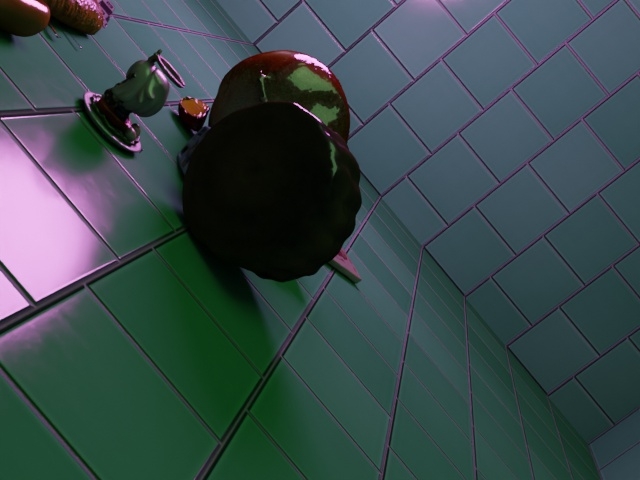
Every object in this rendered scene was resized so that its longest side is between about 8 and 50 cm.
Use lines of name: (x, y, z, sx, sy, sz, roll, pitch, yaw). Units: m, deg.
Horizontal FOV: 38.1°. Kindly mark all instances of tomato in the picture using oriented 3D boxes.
tomato: (-0.095, -0.243, 1.908, 0.239, 0.303, 0.303, -6, 53, -46)

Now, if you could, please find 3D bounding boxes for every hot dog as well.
hot dog: (-0.462, -0.431, 1.649, 0.083, 0.068, 0.289, 55, 8, 5)

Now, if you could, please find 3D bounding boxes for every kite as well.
kite: (-0.498, -0.406, 1.611, 0.160, 0.010, 0.183, 50, 8, 16)

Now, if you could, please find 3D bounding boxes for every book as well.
book: (0.000, 0.000, 2.161, 0.232, 0.022, 0.162, 36, 19, -47)

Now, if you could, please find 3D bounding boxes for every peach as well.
peach: (-0.260, -0.256, 1.915, 0.077, 0.050, 0.083, 1, 36, -43)

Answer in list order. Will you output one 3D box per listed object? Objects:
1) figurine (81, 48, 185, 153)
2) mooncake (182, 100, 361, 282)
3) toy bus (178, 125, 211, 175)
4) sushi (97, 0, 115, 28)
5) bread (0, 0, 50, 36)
figurine: (-0.289, -0.233, 1.501, 0.132, 0.153, 0.132, 48, 13, -14)
mooncake: (-0.071, -0.076, 1.521, 0.290, 0.290, 0.161, 57, 11, 30)
toy bus: (-0.126, -0.077, 1.764, 0.329, 0.109, 0.136, 43, 3, -34)
sushi: (-0.503, -0.513, 1.856, 0.201, 0.031, 0.139, 47, 20, -26)
bread: (-0.487, -0.356, 1.349, 0.092, 0.074, 0.239, 37, 7, 14)
